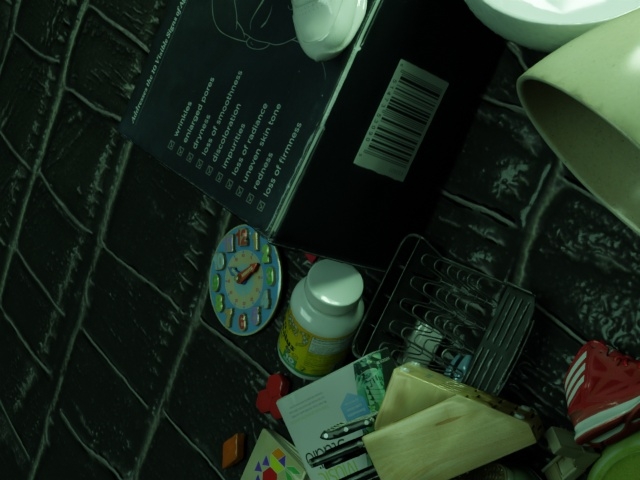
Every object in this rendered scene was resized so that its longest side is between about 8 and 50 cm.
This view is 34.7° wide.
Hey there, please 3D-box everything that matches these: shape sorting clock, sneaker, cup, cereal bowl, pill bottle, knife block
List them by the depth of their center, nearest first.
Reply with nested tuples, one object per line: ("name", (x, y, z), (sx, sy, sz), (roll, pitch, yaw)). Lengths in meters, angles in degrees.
("cup", (0.427, -0.148, 1.174), (0.237, 0.331, 0.331), (-43, 50, 1))
("sneaker", (0.395, 0.159, 1.280), (0.221, 0.087, 0.128), (-32, 51, 25))
("sneaker", (-0.022, -0.381, 1.346), (0.114, 0.152, 0.305), (-18, 68, 38))
("cereal bowl", (0.336, -0.381, 1.350), (0.338, 0.141, 0.339), (-6, 63, 11))
("knife block", (0.130, 0.298, 1.365), (0.275, 0.088, 0.242), (20, 97, 18))
("sneaker", (0.248, 0.334, 1.410), (0.192, 0.086, 0.064), (162, 125, -75))
("pill bottle", (0.003, 0.123, 1.614), (0.208, 0.117, 0.118), (108, 145, -52))
("shape sorting clock", (-0.141, 0.072, 1.888), (0.206, 0.040, 0.206), (-11, 74, 45))

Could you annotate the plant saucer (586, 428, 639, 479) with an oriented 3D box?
("plant saucer", (0.417, 0.345, 1.255), (0.241, 0.037, 0.241), (-10, 76, 45))

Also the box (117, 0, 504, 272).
("box", (-0.021, -0.273, 1.626), (0.471, 0.297, 0.480), (34, 103, 43))

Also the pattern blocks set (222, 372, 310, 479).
("pattern blocks set", (-0.081, 0.427, 1.768), (0.285, 0.026, 0.325), (47, 116, 41))

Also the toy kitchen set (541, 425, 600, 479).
("toy kitchen set", (0.304, 0.274, 1.347), (0.083, 0.075, 0.068), (-53, 35, 30))

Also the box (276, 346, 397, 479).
("box", (0.079, 0.344, 1.510), (0.232, 0.058, 0.322), (-34, 79, 45))

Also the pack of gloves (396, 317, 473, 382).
("pack of gloves", (0.142, 0.251, 1.531), (0.195, 0.046, 0.232), (31, 104, 55))

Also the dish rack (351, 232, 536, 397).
("dish rack", (0.180, 0.121, 1.478), (0.271, 0.074, 0.208), (25, 90, 55))

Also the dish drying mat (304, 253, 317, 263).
("dish drying mat", (0.000, 0.000, 1.777), (0.083, 0.008, 0.032), (-56, 48, 25))
